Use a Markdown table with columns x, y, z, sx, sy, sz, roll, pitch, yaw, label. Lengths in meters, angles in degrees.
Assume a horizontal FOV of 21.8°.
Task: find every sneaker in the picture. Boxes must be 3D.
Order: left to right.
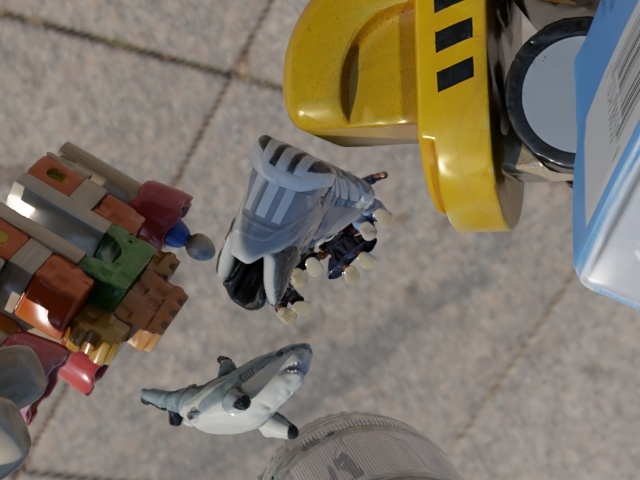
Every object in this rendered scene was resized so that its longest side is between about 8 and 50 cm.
| x | y | z | sx | sy | sz | roll | pitch | yaw | label |
| --- | --- | --- | --- | --- | --- | --- | --- | --- | --- |
| -0.031 | -0.007 | 1.328 | 0.132 | 0.086 | 0.228 | -64 | 165 | 3 | sneaker |

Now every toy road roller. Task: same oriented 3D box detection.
| x | y | z | sx | sy | sz | roll | pitch | yaw | label |
| --- | --- | --- | --- | --- | --- | --- | --- | --- | --- |
| 0.102 | -0.170 | 1.085 | 0.240 | 0.330 | 0.202 | -3 | 176 | 14 | toy road roller |

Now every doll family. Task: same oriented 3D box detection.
| x | y | z | sx | sy | sz | roll | pitch | yaw | label |
| --- | --- | --- | --- | --- | --- | --- | --- | --- | --- |
| 0.000 | 0.000 | 1.744 | 0.193 | 0.111 | 0.076 | -31 | 119 | -2 | doll family |

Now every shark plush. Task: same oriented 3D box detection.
| x | y | z | sx | sy | sz | roll | pitch | yaw | label |
| --- | --- | --- | --- | --- | --- | --- | --- | --- | --- |
| -0.073 | 0.122 | 1.317 | 0.073 | 0.067 | 0.161 | 28 | 150 | -34 | shark plush |

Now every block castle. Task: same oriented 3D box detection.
| x | y | z | sx | sy | sz | roll | pitch | yaw | label |
| --- | --- | --- | --- | --- | --- | --- | --- | --- | --- |
| -0.289 | 0.115 | 1.729 | 0.212 | 0.453 | 0.303 | 30 | 118 | 1 | block castle |

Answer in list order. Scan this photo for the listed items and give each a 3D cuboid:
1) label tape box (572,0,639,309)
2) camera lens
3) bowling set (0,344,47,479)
| x | y | z | sx | sy | sz | roll | pitch | yaw | label |
| --- | --- | --- | --- | --- | --- | --- | --- | --- | --- |
| 0.261 | -0.004 | 0.552 | 0.347 | 0.249 | 0.115 | 22 | 111 | 0 | label tape box |
| 0.056 | 0.298 | 1.602 | 0.219 | 0.274 | 0.219 | -2 | 101 | -11 | camera lens |
| -0.256 | 0.090 | 1.002 | 0.154 | 0.200 | 0.287 | -20 | 130 | 3 | bowling set |
